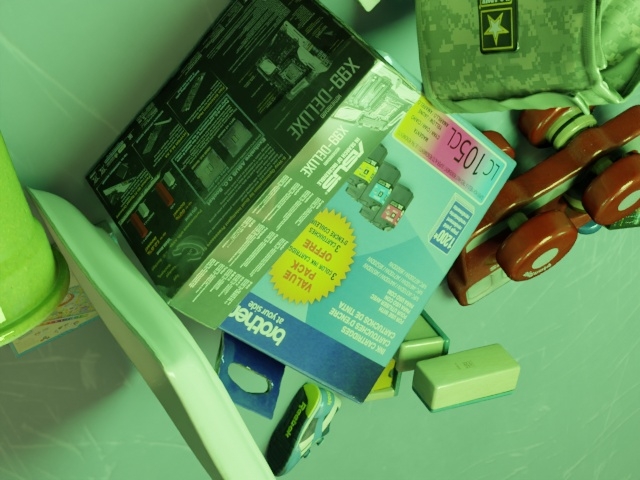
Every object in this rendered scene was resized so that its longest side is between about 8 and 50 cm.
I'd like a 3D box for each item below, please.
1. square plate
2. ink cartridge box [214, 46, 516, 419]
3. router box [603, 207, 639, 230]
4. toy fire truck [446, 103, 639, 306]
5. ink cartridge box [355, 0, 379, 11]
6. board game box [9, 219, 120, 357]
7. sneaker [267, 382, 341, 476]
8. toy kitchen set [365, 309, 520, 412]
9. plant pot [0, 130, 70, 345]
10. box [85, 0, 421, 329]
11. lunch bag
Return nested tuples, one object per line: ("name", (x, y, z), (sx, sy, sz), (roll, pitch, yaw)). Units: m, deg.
("square plate", (-0.152, 0.132, 1.283), (0.049, 0.344, 0.347), (-34, 133, -12))
("ink cartridge box", (0.000, 0.000, 1.403), (0.270, 0.151, 0.395), (32, 92, -42))
("router box", (0.436, -0.076, 1.732), (0.092, 0.038, 0.122), (-5, 124, -28))
("toy fire truck", (0.288, -0.048, 1.604), (0.302, 0.169, 0.254), (-32, 157, -6))
("ink cartridge box", (0.088, -0.375, 1.193), (0.283, 0.117, 0.207), (-46, 171, 6))
("board game box", (-0.286, 0.054, 1.400), (0.154, 0.026, 0.103), (-26, 132, -13))
("sneaker", (-0.021, 0.258, 1.689), (0.059, 0.053, 0.144), (16, 114, -40))
("toy kitchen set", (0.136, 0.175, 1.617), (0.122, 0.207, 0.166), (-10, 127, -24))
("plant pot", (-0.382, -0.056, 1.130), (0.276, 0.276, 0.253), (-15, 116, -21))
("box", (-0.077, -0.102, 1.267), (0.307, 0.242, 0.076), (-49, 134, 7))
("lunch bag", (0.232, -0.256, 1.256), (0.169, 0.235, 0.287), (35, 70, -35))
